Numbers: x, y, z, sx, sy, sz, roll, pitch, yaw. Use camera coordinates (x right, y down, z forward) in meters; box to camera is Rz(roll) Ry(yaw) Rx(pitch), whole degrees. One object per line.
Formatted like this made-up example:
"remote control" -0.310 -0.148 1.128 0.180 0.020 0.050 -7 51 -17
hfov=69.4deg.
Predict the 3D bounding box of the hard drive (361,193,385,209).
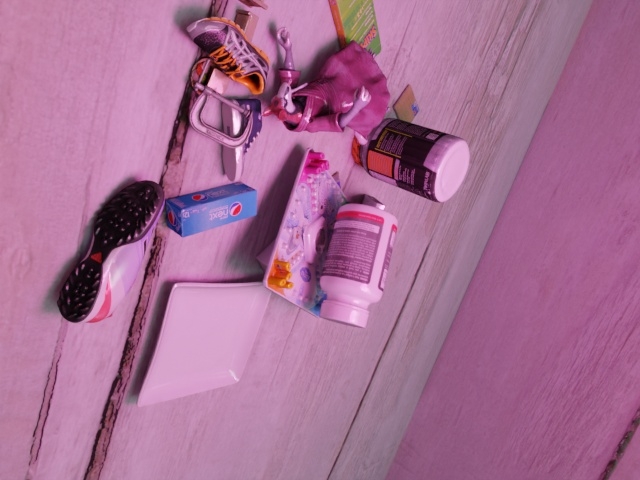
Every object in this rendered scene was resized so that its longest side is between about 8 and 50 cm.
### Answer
"hard drive" 0.122 0.009 1.515 0.203 0.040 0.307 -107 -143 -76

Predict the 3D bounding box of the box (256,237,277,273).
"box" -0.090 0.077 1.363 0.130 0.091 0.170 -45 141 -21

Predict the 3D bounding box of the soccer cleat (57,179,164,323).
"soccer cleat" -0.408 0.023 0.948 0.318 0.109 0.116 -61 165 -3

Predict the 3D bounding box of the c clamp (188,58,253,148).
"c clamp" -0.204 -0.274 0.973 0.161 0.022 0.137 29 94 -38

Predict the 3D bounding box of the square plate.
"square plate" -0.308 0.262 1.258 0.344 0.049 0.346 5 109 -53

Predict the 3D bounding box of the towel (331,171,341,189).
"towel" 0.041 -0.167 1.429 0.060 0.009 0.083 -37 138 -31

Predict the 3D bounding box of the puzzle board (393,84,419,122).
"puzzle board" 0.288 -0.441 1.545 0.096 0.011 0.128 -56 145 -9

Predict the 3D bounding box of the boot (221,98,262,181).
"boot" -0.175 -0.231 1.069 0.086 0.069 0.189 -18 126 -37

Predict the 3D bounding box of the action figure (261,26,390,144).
"action figure" -0.005 -0.350 1.139 0.370 0.248 0.275 -31 168 -33

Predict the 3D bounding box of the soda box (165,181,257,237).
"soda box" -0.250 -0.076 1.084 0.210 0.067 0.071 -21 129 -41

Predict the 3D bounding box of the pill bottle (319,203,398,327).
"pill bottle" 0.099 0.073 1.282 0.176 0.177 0.318 34 67 -54

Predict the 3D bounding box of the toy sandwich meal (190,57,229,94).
"toy sandwich meal" -0.230 -0.337 0.966 0.086 0.029 0.085 -30 134 -36

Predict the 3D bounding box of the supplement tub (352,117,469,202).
"supplement tub" 0.260 -0.250 1.379 0.194 0.316 0.193 -31 135 -36

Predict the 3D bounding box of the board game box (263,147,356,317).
"board game box" 0.000 0.000 1.318 0.390 0.051 0.389 45 58 -60

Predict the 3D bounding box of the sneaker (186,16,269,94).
"sneaker" -0.177 -0.373 0.939 0.215 0.084 0.083 15 68 -53

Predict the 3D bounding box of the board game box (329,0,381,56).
"board game box" 0.090 -0.575 1.194 0.124 0.039 0.259 -46 139 -19

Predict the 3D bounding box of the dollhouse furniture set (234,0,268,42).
"dollhouse furniture set" -0.117 -0.486 0.891 0.101 0.161 0.181 7 106 -52
